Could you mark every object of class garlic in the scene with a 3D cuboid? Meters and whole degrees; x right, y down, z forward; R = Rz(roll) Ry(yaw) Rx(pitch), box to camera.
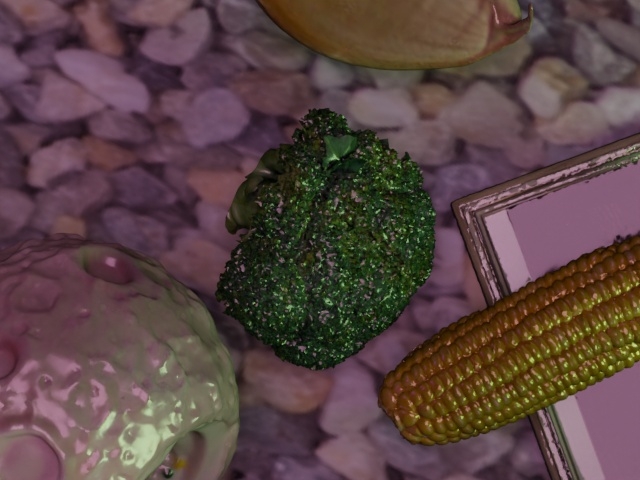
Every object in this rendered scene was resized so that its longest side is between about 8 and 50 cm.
[{"bbox_3d":[0.040,-0.209,1.308,0.245,0.164,0.145,33,72,-2],"label":"garlic"}]

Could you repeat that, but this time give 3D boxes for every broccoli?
[{"bbox_3d":[0.000,0.000,1.304,0.156,0.195,0.195,40,89,24],"label":"broccoli"}]

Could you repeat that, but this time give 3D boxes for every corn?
[{"bbox_3d":[0.178,0.070,1.307,0.291,0.101,0.101,-25,86,6],"label":"corn"}]

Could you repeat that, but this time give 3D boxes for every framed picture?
[{"bbox_3d":[0.255,0.067,1.356,0.231,0.018,0.293,-21,87,1],"label":"framed picture"}]

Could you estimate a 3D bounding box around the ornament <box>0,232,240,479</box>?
[{"bbox_3d":[-0.189,0.120,1.260,0.225,0.259,0.259,35,89,19],"label":"ornament"}]
